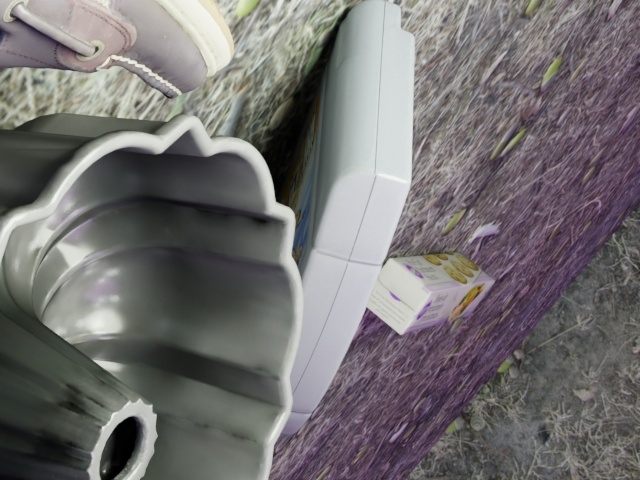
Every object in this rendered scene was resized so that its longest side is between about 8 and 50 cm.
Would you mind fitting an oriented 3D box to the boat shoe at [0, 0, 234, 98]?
[{"bbox_3d":[-0.118,-0.109,0.530,0.092,0.103,0.285,-46,162,1],"label":"boat shoe"}]

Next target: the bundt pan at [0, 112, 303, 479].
[{"bbox_3d":[-0.145,0.087,0.718,0.331,0.124,0.331,-38,136,-49],"label":"bundt pan"}]

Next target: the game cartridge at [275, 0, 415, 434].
[{"bbox_3d":[0.000,0.000,1.026,0.297,0.062,0.198,112,-9,-47],"label":"game cartridge"}]

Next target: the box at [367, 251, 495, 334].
[{"bbox_3d":[0.135,0.059,1.729,0.063,0.067,0.324,-55,164,12],"label":"box"}]
